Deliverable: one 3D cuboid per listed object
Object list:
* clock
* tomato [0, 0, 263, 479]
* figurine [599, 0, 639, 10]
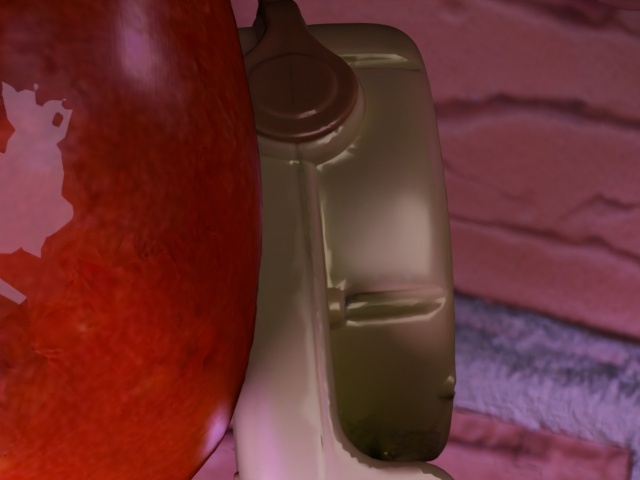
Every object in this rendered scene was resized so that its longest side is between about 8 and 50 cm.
[{"bbox_3d":[0.000,0.000,0.732,0.096,0.235,0.308,-5,81,-3],"label":"clock"},{"bbox_3d":[-0.182,-0.011,0.565,0.325,0.290,0.293,-15,77,-13],"label":"tomato"},{"bbox_3d":[0.316,-0.254,1.000,0.306,0.241,0.412,29,87,-3],"label":"figurine"}]
